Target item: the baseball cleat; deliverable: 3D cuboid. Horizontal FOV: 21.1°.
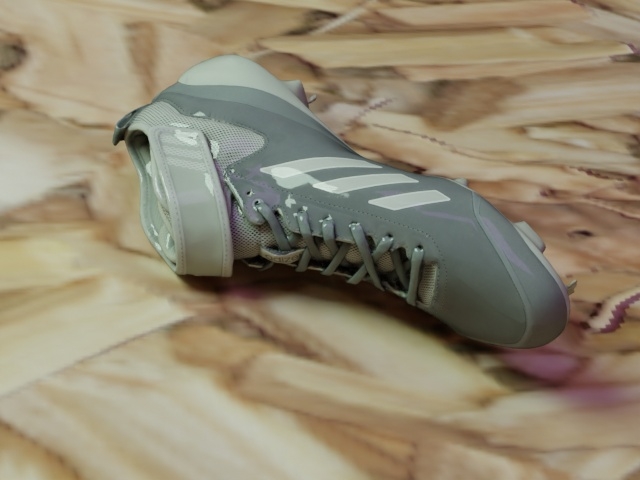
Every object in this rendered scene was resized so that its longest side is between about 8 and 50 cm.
[{"bbox_3d":[0.000,0.000,0.716,0.206,0.072,0.109,33,51,27],"label":"baseball cleat"}]
